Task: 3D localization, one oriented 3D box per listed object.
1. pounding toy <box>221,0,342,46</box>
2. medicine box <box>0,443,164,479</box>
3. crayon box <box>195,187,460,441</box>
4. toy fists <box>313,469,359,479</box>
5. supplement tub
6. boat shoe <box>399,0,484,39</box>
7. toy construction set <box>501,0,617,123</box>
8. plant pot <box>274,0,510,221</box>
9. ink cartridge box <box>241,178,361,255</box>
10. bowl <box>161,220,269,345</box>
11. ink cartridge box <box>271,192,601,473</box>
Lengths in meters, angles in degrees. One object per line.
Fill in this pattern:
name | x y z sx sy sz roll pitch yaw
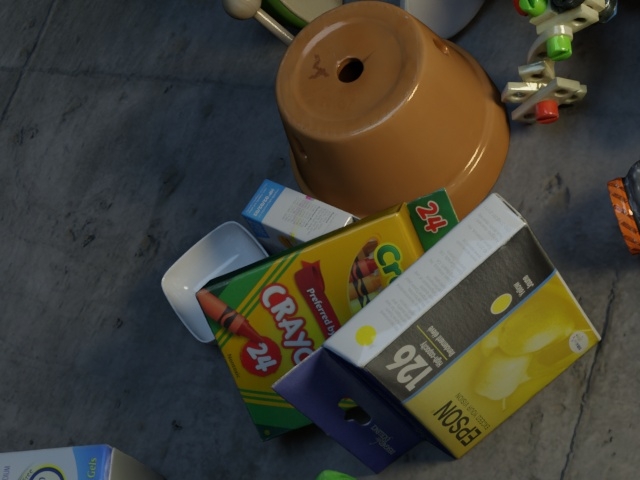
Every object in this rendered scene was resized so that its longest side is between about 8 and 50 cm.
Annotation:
pounding toy | -0.072 -0.335 1.969 0.110 0.183 0.237 -30 32 34
medicine box | -0.357 0.403 1.728 0.289 0.149 0.264 -8 62 21
crayon box | 0.037 0.087 1.684 0.318 0.081 0.202 -23 96 13
toy fists | 0.041 0.386 1.552 0.096 0.142 0.279 -20 57 15
supplement tub | 0.431 -0.055 1.612 0.190 0.117 0.117 -19 58 16
boat shoe | 0.175 -0.435 1.948 0.158 0.127 0.341 -158 86 -72
toy construction set | 0.258 -0.313 1.751 0.215 0.151 0.328 -24 74 41
plant pot | 0.073 -0.163 1.787 0.290 0.203 0.291 -10 61 20
ink cartridge box | 0.000 0.000 1.792 0.181 0.104 0.062 23 70 33
bowl | -0.122 0.061 1.853 0.142 0.053 0.142 -41 55 2
ink cartridge box | 0.138 0.130 1.542 0.307 0.303 0.072 -43 54 0
